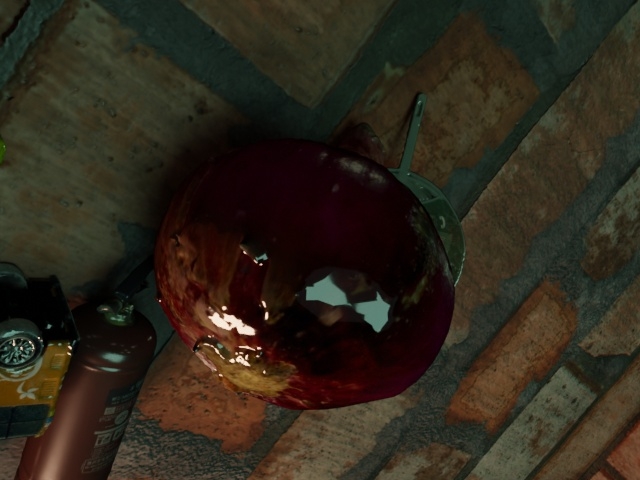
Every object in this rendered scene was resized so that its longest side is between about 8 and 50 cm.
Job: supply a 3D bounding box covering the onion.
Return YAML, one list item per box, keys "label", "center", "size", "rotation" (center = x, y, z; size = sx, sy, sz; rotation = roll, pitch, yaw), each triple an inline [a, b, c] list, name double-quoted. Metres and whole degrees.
- label: "onion"
  center: [0.000, 0.000, 0.731]
  size: [0.385, 0.347, 0.348]
  rotation: [-64, 143, -34]

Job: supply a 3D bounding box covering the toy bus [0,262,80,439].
- label: "toy bus"
  center: [-0.412, 0.119, 0.617]
  size: [0.275, 0.138, 0.167]
  rotation: [7, 116, -39]

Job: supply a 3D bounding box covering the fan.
- label: "fan"
  center: [0.078, -0.038, 0.863]
  size: [0.223, 0.012, 0.294]
  rotation: [-15, 90, 4]

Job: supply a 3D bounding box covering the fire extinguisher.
- label: "fire extinguisher"
  center: [-0.282, 0.181, 0.766]
  size: [0.114, 0.135, 0.337]
  rotation: [25, 109, 2]

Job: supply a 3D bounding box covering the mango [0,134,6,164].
- label: "mango"
  center: [-0.372, -0.098, 0.546]
  size: [0.165, 0.074, 0.091]
  rotation: [14, 117, -26]
